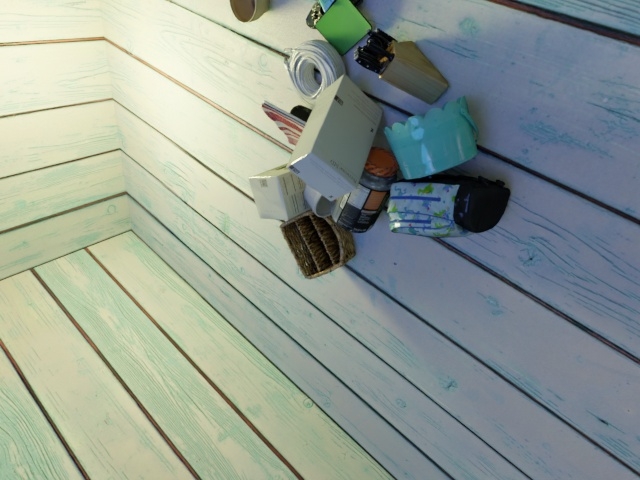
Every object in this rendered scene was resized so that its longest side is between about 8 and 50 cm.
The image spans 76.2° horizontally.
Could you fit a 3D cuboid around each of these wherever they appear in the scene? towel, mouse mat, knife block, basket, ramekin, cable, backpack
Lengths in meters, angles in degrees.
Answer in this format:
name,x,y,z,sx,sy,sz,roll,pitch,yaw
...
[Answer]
name,x,y,z,sx,sy,sz,roll,pitch,yaw
towel,-0.090,-0.430,1.661,0.237,0.329,0.037,33,89,22
mouse mat,0.078,-0.753,1.438,0.153,0.007,0.190,41,152,-21
knife block,0.242,-0.541,1.287,0.275,0.242,0.088,53,140,7
basket,0.000,0.000,1.862,0.214,0.223,0.299,-17,99,48
ramekin,0.027,-0.209,1.733,0.109,0.207,0.207,49,139,26
cable,-0.015,-0.640,1.588,0.257,0.089,0.257,13,129,44
backpack,0.390,-0.114,1.368,0.356,0.290,0.273,27,112,40

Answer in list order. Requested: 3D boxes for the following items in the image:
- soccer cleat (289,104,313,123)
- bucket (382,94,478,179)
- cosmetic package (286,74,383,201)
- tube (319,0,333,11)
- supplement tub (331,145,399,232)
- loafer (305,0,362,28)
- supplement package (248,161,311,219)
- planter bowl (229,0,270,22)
name,x,y,z,sx,sy,sz,roll,pitch,yaw
soccer cleat,0.022,-0.447,1.680,0.331,0.143,0.116,33,91,5
bucket,0.353,-0.321,1.294,0.281,0.281,0.183,-9,108,47
cosmetic package,0.058,-0.358,1.434,0.217,0.384,0.156,33,148,-27
tube,-0.001,-0.885,1.417,0.080,0.052,0.207,-47,56,37
supplement tub,0.174,-0.196,1.596,0.194,0.194,0.315,42,136,19
loafer,0.031,-0.831,1.444,0.268,0.084,0.096,-5,109,46
supplement package,-0.141,-0.230,1.833,0.199,0.263,0.197,6,117,43
planter bowl,-0.275,-0.970,1.647,0.162,0.109,0.161,24,129,34
